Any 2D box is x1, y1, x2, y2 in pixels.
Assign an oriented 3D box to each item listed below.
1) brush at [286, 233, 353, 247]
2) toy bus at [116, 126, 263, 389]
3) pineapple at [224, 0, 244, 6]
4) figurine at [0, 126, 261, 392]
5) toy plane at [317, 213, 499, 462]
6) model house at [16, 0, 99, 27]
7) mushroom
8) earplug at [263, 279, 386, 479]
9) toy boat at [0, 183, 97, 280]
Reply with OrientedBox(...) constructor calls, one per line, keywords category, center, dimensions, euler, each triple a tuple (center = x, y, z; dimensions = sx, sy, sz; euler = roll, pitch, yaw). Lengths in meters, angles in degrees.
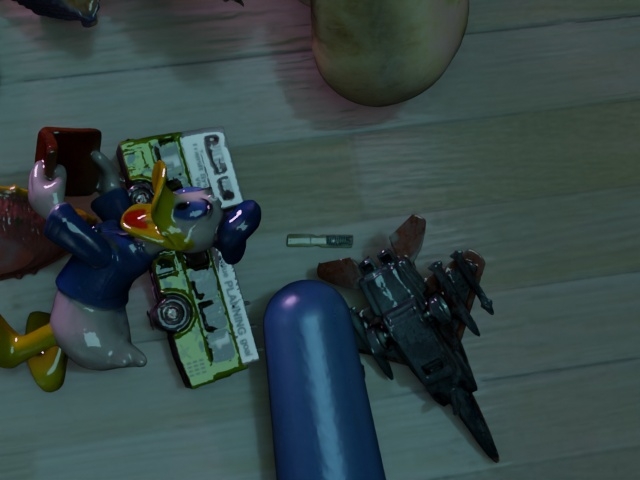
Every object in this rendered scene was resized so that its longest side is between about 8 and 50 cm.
OrientedBox(category="brush", center=(0.000, 0.000, 1.943), dimensions=(0.083, 0.013, 0.016), euler=(1, 86, -9))
OrientedBox(category="toy bus", center=(-0.150, 0.017, 1.867), dimensions=(0.139, 0.113, 0.302), euler=(-15, 89, -10))
OrientedBox(category="pineapple", center=(-0.089, -0.461, 1.718), dimensions=(0.352, 0.352, 0.300), euler=(49, 53, -2))
OrientedBox(category="figurine", center=(-0.216, -0.001, 1.738), dimensions=(0.338, 0.204, 0.284), euler=(-16, 85, 19))
OrientedBox(category="toy plane", center=(0.135, 0.137, 1.907), dimensions=(0.223, 0.104, 0.326), euler=(-28, 93, 15))
OrientedBox(category="model house", center=(-0.297, -0.345, 1.858), dimensions=(0.183, 0.166, 0.172), euler=(-34, 117, -29))
OrientedBox(category="mushroom", center=(0.055, -0.300, 1.887), dimensions=(0.234, 0.254, 0.260), euler=(16, 75, 29))
OrientedBox(category="earplug", center=(-0.003, 0.181, 1.849), dimensions=(0.132, 0.132, 0.273), euler=(-9, 92, -11))
OrientedBox(category="toy boat", center=(-0.418, -0.007, 1.829), dimensions=(0.317, 0.099, 0.141), euler=(1, 125, -10))
